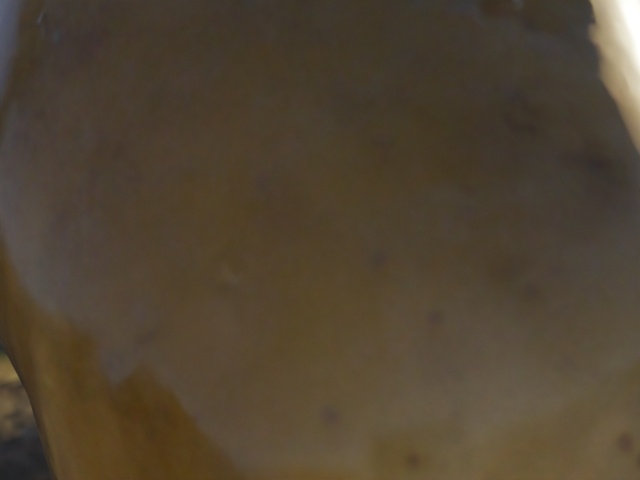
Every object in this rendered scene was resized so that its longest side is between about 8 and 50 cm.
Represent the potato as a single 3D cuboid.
[{"bbox_3d":[0.000,0.000,0.411,0.146,0.150,0.234,-10,49,-7],"label":"potato"}]
